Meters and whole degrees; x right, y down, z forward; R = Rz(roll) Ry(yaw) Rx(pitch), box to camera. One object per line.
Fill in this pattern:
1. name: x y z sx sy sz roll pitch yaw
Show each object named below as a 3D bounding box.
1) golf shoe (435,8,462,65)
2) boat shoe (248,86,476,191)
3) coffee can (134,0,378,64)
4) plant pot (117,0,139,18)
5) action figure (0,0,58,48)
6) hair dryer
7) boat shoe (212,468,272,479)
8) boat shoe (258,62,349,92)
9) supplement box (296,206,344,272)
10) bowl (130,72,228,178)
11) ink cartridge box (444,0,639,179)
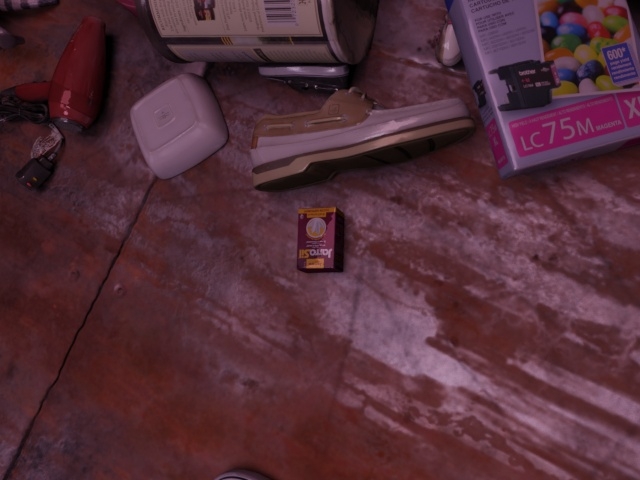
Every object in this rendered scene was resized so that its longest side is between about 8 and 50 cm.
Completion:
1. golf shoe: 0.221 -0.300 0.772 0.086 0.067 0.186 37 92 21
2. boat shoe: 0.042 -0.146 0.780 0.303 0.113 0.103 -11 81 18
3. coffee can: -0.080 -0.343 0.816 0.276 0.201 0.201 7 82 20
4. plant pot: -0.278 -0.471 0.924 0.202 0.180 0.201 -4 77 19
5. action figure: -0.649 -0.380 1.081 0.331 0.178 0.340 2 107 26
6. hair dryer: -0.456 -0.251 0.995 0.293 0.080 0.223 -45 68 6
7. boat shoe: -0.045 0.406 0.701 0.113 0.105 0.306 -42 69 7
8. boat shoe: -0.026 -0.233 0.859 0.142 0.049 0.040 10 121 26
9. supplement box: 0.000 0.000 0.802 0.055 0.043 0.083 -3 79 18
10. bowl: -0.225 -0.180 0.915 0.142 0.053 0.141 -29 70 13
11. ink cartridge box: 0.262 -0.244 0.706 0.186 0.065 0.310 -15 81 0
